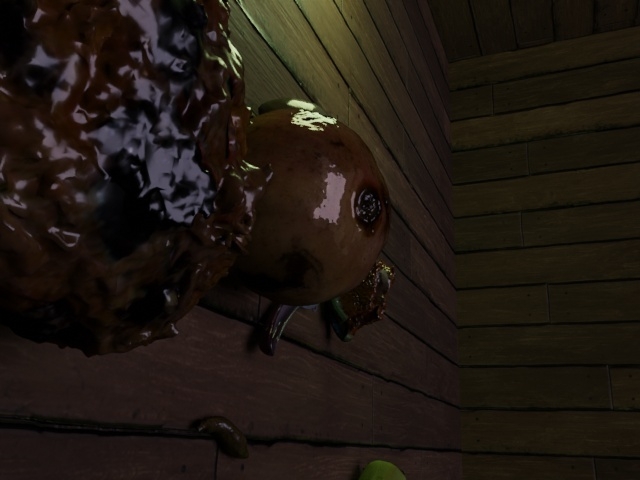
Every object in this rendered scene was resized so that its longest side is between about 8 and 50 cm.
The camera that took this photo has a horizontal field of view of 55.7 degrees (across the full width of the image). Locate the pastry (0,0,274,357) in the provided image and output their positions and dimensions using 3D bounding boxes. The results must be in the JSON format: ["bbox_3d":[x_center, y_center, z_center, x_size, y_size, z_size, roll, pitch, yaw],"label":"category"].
[{"bbox_3d":[-0.212,-0.086,0.519,0.337,0.292,0.405,-39,131,-52],"label":"pastry"}]

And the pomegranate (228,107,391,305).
[{"bbox_3d":[-0.035,-0.048,0.967,0.322,0.322,0.322,-6,90,-68],"label":"pomegranate"}]

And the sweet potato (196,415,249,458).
[{"bbox_3d":[-0.144,0.297,0.924,0.153,0.038,0.041,57,12,-46],"label":"sweet potato"}]

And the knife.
[{"bbox_3d":[-0.060,0.140,1.148,0.278,0.053,0.123,-50,135,-59],"label":"knife"}]

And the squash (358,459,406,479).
[{"bbox_3d":[0.123,0.614,1.416,0.186,0.123,0.123,-32,114,-62],"label":"squash"}]

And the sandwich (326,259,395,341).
[{"bbox_3d":[0.075,0.113,1.372,0.079,0.159,0.235,28,79,-70],"label":"sandwich"}]

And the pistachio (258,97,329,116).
[{"bbox_3d":[-0.041,-0.203,1.171,0.153,0.138,0.238,54,14,17],"label":"pistachio"}]
